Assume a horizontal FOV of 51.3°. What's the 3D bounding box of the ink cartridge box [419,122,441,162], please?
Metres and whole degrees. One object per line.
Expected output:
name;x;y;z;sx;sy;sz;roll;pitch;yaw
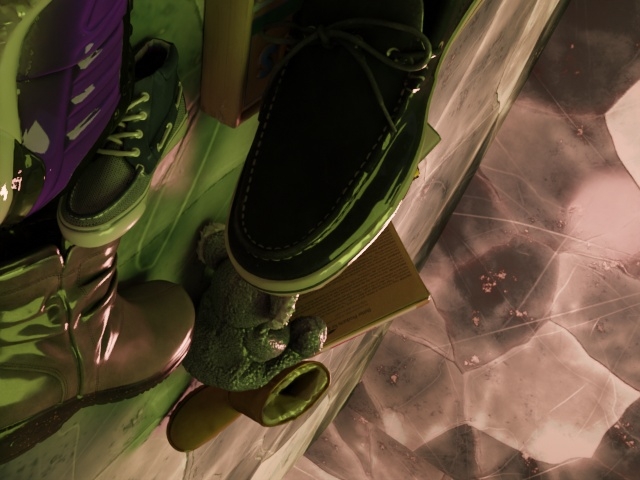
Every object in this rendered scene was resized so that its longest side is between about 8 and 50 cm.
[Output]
ink cartridge box;0.028;-0.114;0.860;0.087;0.153;0.208;-47;-177;-36

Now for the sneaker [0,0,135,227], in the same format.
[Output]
sneaker;-0.171;-0.140;0.432;0.293;0.102;0.146;-59;169;24

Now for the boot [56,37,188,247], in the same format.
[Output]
boot;-0.166;-0.087;0.550;0.086;0.069;0.190;96;7;-47

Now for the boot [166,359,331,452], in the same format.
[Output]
boot;-0.131;0.271;1.092;0.236;0.089;0.269;-42;-169;-22

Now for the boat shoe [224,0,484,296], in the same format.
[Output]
boat shoe;0.039;-0.184;0.641;0.500;0.187;0.156;-61;152;-5

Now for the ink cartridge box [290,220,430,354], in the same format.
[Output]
ink cartridge box;0.038;0.065;1.119;0.235;0.193;0.088;-25;166;2

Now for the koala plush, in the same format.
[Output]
koala plush;-0.100;0.088;0.925;0.203;0.196;0.221;-35;158;-33

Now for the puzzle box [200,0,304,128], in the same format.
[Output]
puzzle box;0.021;-0.325;0.740;0.409;0.052;0.272;-46;161;-38

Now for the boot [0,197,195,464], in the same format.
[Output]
boot;-0.212;0.052;0.645;0.338;0.118;0.222;-37;150;-62

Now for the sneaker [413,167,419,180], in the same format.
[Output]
sneaker;0.030;-0.130;1.077;0.344;0.134;0.146;-31;113;-47
